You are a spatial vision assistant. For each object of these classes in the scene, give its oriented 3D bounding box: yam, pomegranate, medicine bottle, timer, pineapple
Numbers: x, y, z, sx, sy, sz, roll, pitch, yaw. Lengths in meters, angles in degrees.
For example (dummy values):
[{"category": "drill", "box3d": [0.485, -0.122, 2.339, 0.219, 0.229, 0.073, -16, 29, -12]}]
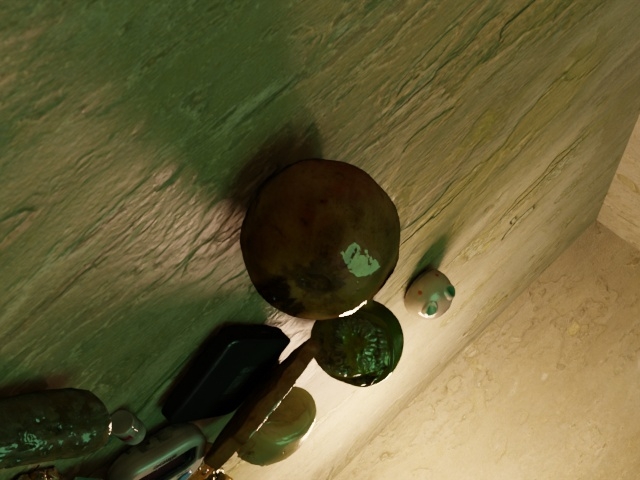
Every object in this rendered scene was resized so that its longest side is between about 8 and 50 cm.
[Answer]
[{"category": "yam", "box3d": [-0.529, 0.329, 1.193, 0.330, 0.133, 0.133, 4, 125, -54]}, {"category": "pomegranate", "box3d": [0.000, 0.000, 1.335, 0.322, 0.322, 0.322, -36, 153, -22]}, {"category": "pomegranate", "box3d": [0.107, 0.245, 1.944, 0.260, 0.260, 0.341, -10, 112, -52]}, {"category": "medicine bottle", "box3d": [-0.426, 0.413, 1.550, 0.058, 0.058, 0.091, -40, 154, -15]}, {"category": "timer", "box3d": [-0.414, 0.568, 1.759, 0.262, 0.087, 0.237, -25, 146, -35]}, {"category": "pineapple", "box3d": [-0.624, 0.557, 1.467, 0.221, 0.047, 0.221, -37, 155, -21]}]

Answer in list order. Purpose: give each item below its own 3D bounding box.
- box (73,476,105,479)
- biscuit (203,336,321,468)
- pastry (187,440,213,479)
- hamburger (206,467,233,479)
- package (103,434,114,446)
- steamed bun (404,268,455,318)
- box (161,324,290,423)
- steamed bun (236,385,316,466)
[{"category": "box", "box3d": [-0.482, 0.608, 1.616, 0.229, 0.041, 0.162, 19, 128, -30]}, {"category": "biscuit", "box3d": [-0.160, 0.424, 1.847, 0.385, 0.062, 0.365, -48, 179, -44]}, {"category": "pastry", "box3d": [-0.349, 0.624, 1.958, 0.153, 0.081, 0.153, -26, 144, -20]}, {"category": "hamburger", "box3d": [-0.353, 0.763, 2.110, 0.189, 0.122, 0.215, -14, 136, -60]}, {"category": "package", "box3d": [-0.503, 0.450, 1.536, 0.110, 0.015, 0.037, -4, 137, -54]}, {"category": "steamed bun", "box3d": [0.383, 0.196, 2.420, 0.177, 0.131, 0.228, -40, 156, -13]}, {"category": "box", "box3d": [-0.225, 0.327, 1.724, 0.289, 0.073, 0.290, -52, 155, 12]}, {"category": "steamed bun", "box3d": [-0.123, 0.584, 2.151, 0.273, 0.166, 0.232, -20, 143, -44]}]
